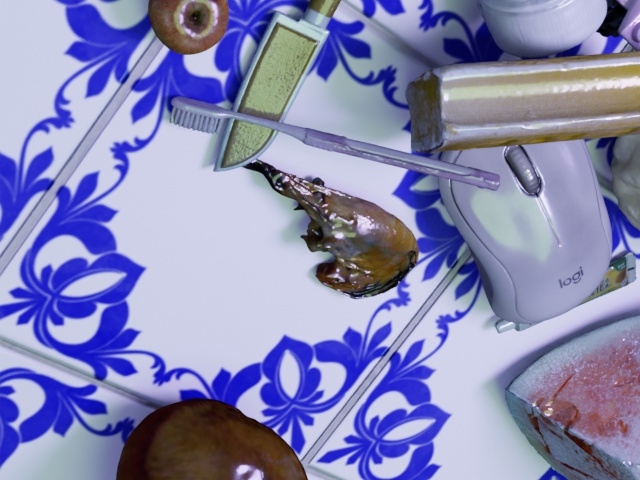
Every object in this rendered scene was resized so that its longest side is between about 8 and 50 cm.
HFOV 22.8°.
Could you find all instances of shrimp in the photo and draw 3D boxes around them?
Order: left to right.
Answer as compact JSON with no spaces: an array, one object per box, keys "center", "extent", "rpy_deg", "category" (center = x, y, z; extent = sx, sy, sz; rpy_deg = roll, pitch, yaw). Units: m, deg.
[{"center":[0.004,-0.004,1.749],"extent":[0.262,0.066,0.117],"rpy_deg":[25,107,-32],"category":"shrimp"}]

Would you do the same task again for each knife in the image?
[{"center":[-0.025,-0.213,1.625],"extent":[0.061,0.027,0.343],"rpy_deg":[23,108,-15],"category":"knife"}]

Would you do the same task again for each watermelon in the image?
[{"center":[0.395,0.224,1.994],"extent":[0.262,0.201,0.213],"rpy_deg":[-29,133,-2],"category":"watermelon"}]

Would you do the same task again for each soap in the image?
[{"center":[0.240,-0.146,1.668],"extent":[0.274,0.173,0.089],"rpy_deg":[-6,89,-9],"category":"soap"}]

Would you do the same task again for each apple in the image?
[{"center":[-0.129,-0.222,1.542],"extent":[0.084,0.071,0.084],"rpy_deg":[-10,115,-22],"category":"apple"}]

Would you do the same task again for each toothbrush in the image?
[{"center":[0.016,-0.095,1.647],"extent":[0.354,0.024,0.029],"rpy_deg":[13,117,-9],"category":"toothbrush"}]

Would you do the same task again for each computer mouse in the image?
[{"center":[0.244,-0.018,1.825],"extent":[0.184,0.121,0.296],"rpy_deg":[-25,129,-8],"category":"computer mouse"}]

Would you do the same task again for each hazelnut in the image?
[{"center":[-0.127,0.290,1.789],"extent":[0.230,0.229,0.229],"rpy_deg":[-13,124,-19],"category":"hazelnut"}]

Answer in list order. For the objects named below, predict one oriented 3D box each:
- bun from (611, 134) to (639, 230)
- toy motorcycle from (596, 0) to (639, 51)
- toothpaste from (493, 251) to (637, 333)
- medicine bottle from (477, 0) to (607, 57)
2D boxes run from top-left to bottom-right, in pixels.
[{"center":[0.526,-0.099,1.843],"extent":[0.349,0.227,0.352],"rpy_deg":[-24,129,-13],"category":"bun"},{"center":[0.418,-0.331,1.666],"extent":[0.327,0.188,0.143],"rpy_deg":[-47,121,7],"category":"toy motorcycle"},{"center":[0.305,0.069,1.964],"extent":[0.204,0.031,0.049],"rpy_deg":[-23,127,-15],"category":"toothpaste"},{"center":[0.201,-0.317,1.597],"extent":[0.144,0.144,0.252],"rpy_deg":[-29,125,-7],"category":"medicine bottle"}]
